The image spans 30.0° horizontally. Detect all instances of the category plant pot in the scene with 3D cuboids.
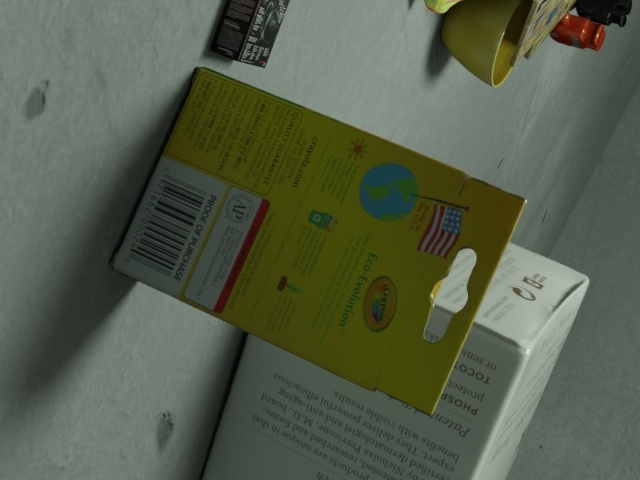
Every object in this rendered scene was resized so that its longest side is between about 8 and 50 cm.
[{"bbox_3d":[0.223,-0.290,1.651,0.134,0.095,0.134,-53,157,-34],"label":"plant pot"}]

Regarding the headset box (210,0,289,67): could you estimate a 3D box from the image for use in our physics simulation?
[{"bbox_3d":[-0.060,-0.203,1.081,0.062,0.032,0.083,-9,120,-69],"label":"headset box"}]

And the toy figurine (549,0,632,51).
[{"bbox_3d":[0.434,-0.438,1.992,0.213,0.148,0.209,-42,145,-46],"label":"toy figurine"}]

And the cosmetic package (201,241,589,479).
[{"bbox_3d":[0.097,0.189,1.533,0.329,0.327,0.393,-28,140,-62],"label":"cosmetic package"}]

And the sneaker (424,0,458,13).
[{"bbox_3d":[0.187,-0.355,1.522,0.208,0.081,0.094,-39,157,-43],"label":"sneaker"}]

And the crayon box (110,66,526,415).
[{"bbox_3d":[0.000,0.000,1.044,0.202,0.319,0.081,-65,162,0],"label":"crayon box"}]

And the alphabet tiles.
[{"bbox_3d":[0.370,-0.394,1.617,0.342,0.011,0.285,-50,169,-17],"label":"alphabet tiles"}]
